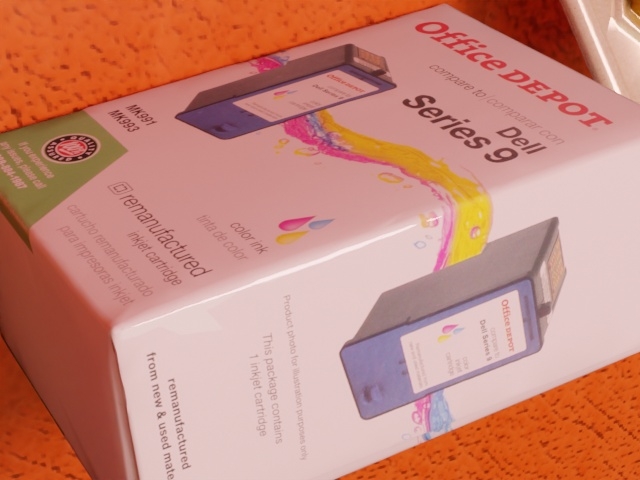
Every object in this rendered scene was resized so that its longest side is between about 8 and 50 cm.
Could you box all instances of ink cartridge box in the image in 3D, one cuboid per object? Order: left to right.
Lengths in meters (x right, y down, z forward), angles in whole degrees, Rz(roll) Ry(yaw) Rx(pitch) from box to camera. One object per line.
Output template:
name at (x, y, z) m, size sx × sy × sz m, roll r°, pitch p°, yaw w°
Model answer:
ink cartridge box at (0.000, 0.000, 0.540) m, size 0.212 × 0.154 × 0.093 m, roll -17°, pitch 122°, yaw -22°

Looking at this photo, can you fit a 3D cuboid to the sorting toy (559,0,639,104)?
sorting toy at (0.166, -0.153, 0.587) m, size 0.193 × 0.038 × 0.208 m, roll -26°, pitch 102°, yaw -17°
